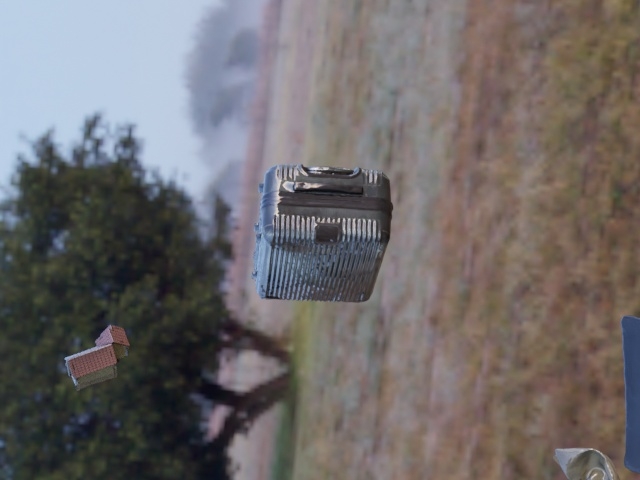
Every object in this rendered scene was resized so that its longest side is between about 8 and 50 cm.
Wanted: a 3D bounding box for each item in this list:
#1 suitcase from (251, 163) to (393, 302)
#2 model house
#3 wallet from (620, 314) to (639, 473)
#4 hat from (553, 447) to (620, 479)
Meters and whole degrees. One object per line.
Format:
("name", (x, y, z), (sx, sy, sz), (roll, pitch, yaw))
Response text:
("suitcase", (0.000, 0.000, 2.160), (0.312, 0.202, 0.128), (103, 169, -66))
("model house", (-0.277, 0.142, 1.787), (0.058, 0.083, 0.057), (91, 156, -53))
("wallet", (0.565, 0.267, 2.376), (0.030, 0.146, 0.285), (-21, -67, -41))
("hat", (0.485, 0.442, 2.569), (0.173, 0.144, 0.166), (-2, -99, -68))
